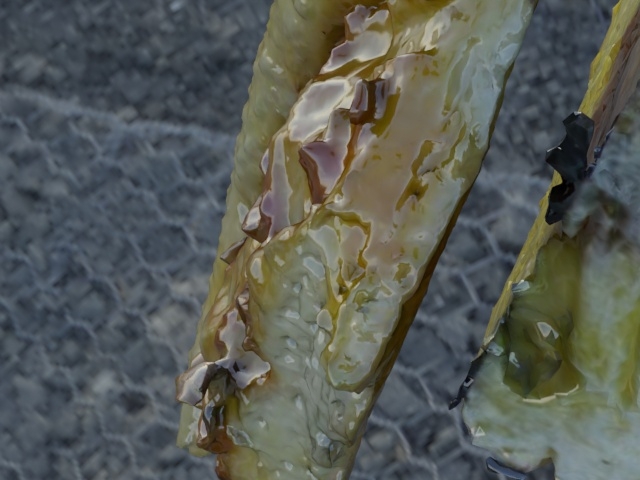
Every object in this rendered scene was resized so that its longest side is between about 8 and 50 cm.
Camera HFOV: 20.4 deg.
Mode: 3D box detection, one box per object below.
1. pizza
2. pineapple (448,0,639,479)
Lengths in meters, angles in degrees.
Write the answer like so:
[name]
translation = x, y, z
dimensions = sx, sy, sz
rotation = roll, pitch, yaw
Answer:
[pizza]
translation = 0.000, -0.003, 0.460
dimensions = 0.056, 0.271, 0.134
rotation = 13, 64, -7
[pineapple]
translation = 0.205, -0.089, 0.510
dimensions = 0.209, 0.344, 0.286
rotation = 25, 45, 1
